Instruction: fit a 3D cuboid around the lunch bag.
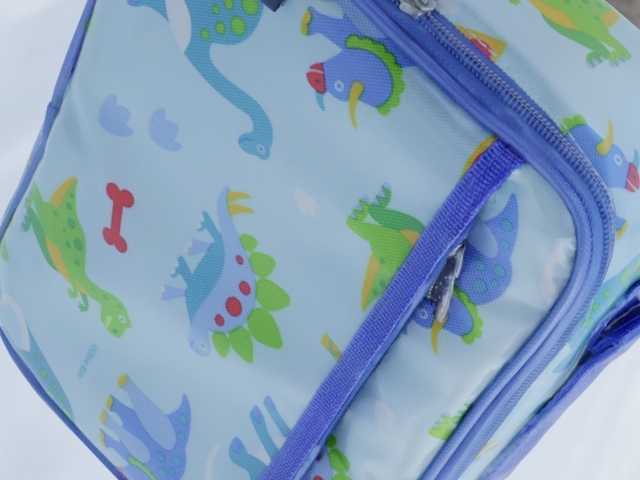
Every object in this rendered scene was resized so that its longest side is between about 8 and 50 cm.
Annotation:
[{"bbox_3d":[0.000,0.000,0.549,0.090,0.176,0.219,-32,162,-45],"label":"lunch bag"}]
